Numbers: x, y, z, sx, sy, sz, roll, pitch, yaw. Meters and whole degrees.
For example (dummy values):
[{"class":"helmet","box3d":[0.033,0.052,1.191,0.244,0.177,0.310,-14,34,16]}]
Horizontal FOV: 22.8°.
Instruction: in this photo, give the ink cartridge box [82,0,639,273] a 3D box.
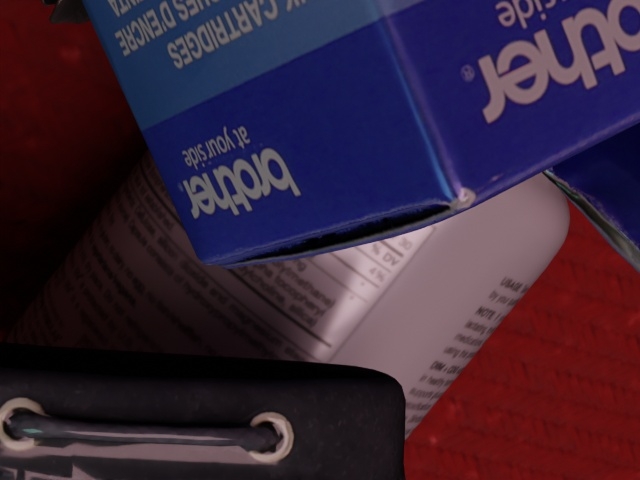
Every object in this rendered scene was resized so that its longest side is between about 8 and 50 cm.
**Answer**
[{"class":"ink cartridge box","box3d":[0.047,-0.168,0.474,0.270,0.151,0.395,-27,98,-29]}]

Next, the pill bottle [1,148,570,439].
[{"class":"pill bottle","box3d":[0.000,0.000,0.657,0.160,0.160,0.283,33,101,-30]}]

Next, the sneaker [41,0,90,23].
[{"class":"sneaker","box3d":[-0.077,-0.173,0.607,0.089,0.051,0.170,-15,123,-18]}]

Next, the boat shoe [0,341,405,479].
[{"class":"boat shoe","box3d":[-0.203,0.047,0.533,0.500,0.187,0.156,15,93,6]}]
